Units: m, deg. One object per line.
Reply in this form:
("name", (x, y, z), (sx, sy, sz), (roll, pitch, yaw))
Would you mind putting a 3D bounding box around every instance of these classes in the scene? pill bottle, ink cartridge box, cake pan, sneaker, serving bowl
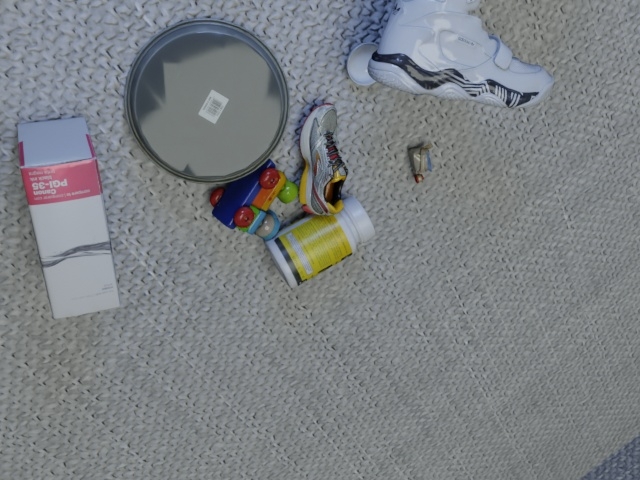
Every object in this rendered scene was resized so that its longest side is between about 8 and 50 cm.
("pill bottle", (0.000, 0.000, 1.538), (0.208, 0.119, 0.119), (-30, 126, -7))
("ink cartridge box", (-0.426, -0.040, 1.260), (0.117, 0.207, 0.283), (-11, 121, -19))
("cake pan", (-0.194, -0.238, 1.304), (0.293, 0.054, 0.293), (-3, 106, -11))
("sneaker", (0.273, -0.357, 1.309), (0.365, 0.137, 0.210), (3, 116, -19))
("serving bowl", (0.085, -0.345, 1.442), (0.083, 0.027, 0.083), (-12, 122, -20))
("sneaker", (0.017, -0.157, 1.457), (0.088, 0.092, 0.225), (-21, 119, -44))

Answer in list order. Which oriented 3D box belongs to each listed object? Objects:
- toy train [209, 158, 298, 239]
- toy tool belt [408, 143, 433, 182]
("toy train", (-0.092, -0.121, 1.452), (0.248, 0.105, 0.143), (-56, 141, 3))
("toy tool belt", (0.223, -0.165, 1.594), (0.051, 0.052, 0.083), (-19, 125, -5))
